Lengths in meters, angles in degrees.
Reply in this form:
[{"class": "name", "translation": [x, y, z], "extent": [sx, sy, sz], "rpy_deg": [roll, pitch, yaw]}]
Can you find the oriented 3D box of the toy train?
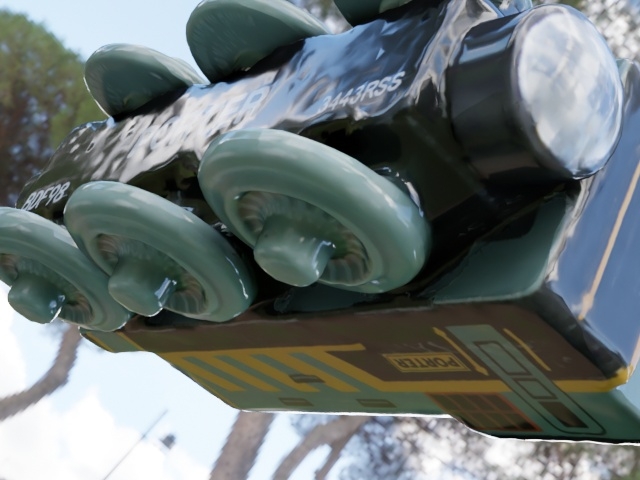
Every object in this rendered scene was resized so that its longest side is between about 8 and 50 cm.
[{"class": "toy train", "translation": [0.000, 0.000, 0.481], "extent": [0.190, 0.142, 0.334], "rpy_deg": [42, -31, -26]}]
